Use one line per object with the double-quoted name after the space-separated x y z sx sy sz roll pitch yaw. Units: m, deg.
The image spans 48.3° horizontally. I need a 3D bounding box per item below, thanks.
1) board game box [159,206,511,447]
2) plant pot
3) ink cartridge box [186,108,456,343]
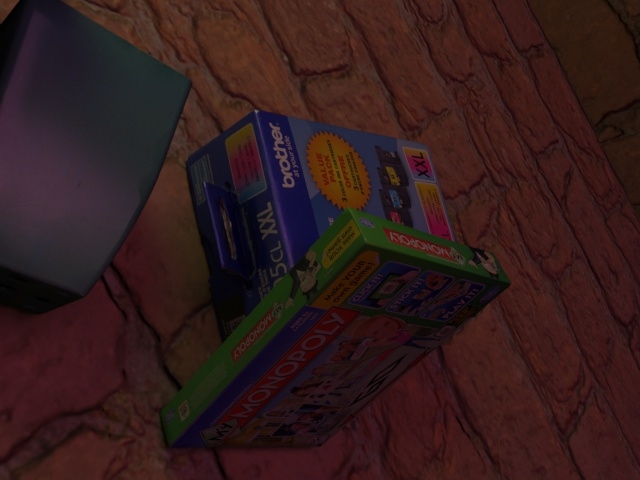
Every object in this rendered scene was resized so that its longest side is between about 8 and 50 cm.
0.011 0.109 0.722 0.214 0.317 0.046 14 39 -42 "board game box"
-0.254 -0.063 0.658 0.166 0.166 0.234 28 60 -35 "plant pot"
0.000 0.000 0.898 0.396 0.151 0.269 0 70 -45 "ink cartridge box"
